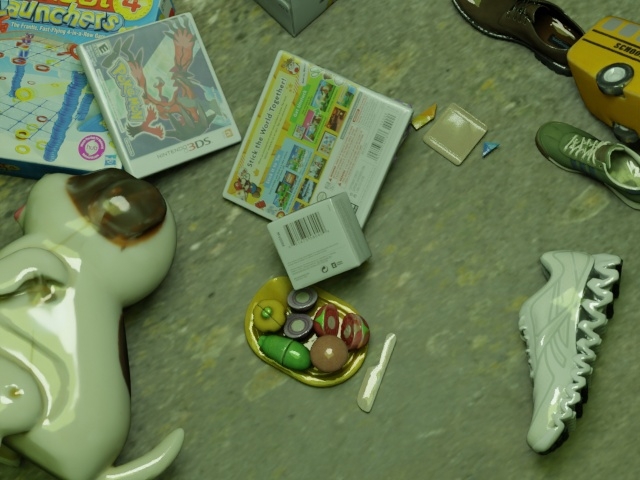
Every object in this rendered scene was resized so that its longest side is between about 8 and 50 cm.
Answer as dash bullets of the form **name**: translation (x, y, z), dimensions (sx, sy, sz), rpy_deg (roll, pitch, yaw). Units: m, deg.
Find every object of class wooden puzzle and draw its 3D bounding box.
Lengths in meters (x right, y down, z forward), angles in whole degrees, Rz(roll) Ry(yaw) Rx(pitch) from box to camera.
- **wooden puzzle**: translation (0.193, -0.154, 1.713), dimensions (0.078, 0.014, 0.116), rpy_deg (-45, 76, -5)

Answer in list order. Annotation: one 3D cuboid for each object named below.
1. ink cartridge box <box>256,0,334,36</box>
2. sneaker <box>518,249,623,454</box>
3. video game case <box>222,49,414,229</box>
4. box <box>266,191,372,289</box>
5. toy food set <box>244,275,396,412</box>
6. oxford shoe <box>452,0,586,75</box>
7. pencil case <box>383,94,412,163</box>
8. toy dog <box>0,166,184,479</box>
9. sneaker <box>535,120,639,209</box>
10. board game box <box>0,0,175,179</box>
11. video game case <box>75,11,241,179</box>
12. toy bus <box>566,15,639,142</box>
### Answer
- **ink cartridge box**: translation (-0.023, -0.418, 1.743), dimensions (0.176, 0.127, 0.128), rpy_deg (-43, 76, -11)
- **sneaker**: translation (0.313, 0.143, 1.578), dimensions (0.118, 0.110, 0.292), rpy_deg (15, 67, 16)
- **video game case**: translation (-0.006, -0.121, 1.657), dimensions (0.206, 0.026, 0.227), rpy_deg (26, 106, 10)
- **box**: translation (0.000, 0.000, 1.615), dimensions (0.101, 0.087, 0.102), rpy_deg (-22, 93, 17)
- **toy food set**: translation (-0.004, 0.127, 1.611), dimensions (0.218, 0.071, 0.128), rpy_deg (27, 77, 10)
- **oxford shoe**: translation (0.292, -0.330, 1.716), dimensions (0.227, 0.096, 0.083), rpy_deg (29, 79, 13)
- **pencil case**: translation (0.032, -0.182, 1.694), dimensions (0.206, 0.086, 0.088), rpy_deg (22, 85, 12)
- **toy dog**: translation (-0.332, 0.092, 1.538), dimensions (0.395, 0.284, 0.408), rpy_deg (18, 74, 8)
- **sneaker**: translation (0.390, -0.118, 1.650), dimensions (0.192, 0.086, 0.064), rpy_deg (34, 78, 12)
- **board game box**: translation (-0.396, -0.242, 1.737), dimensions (0.308, 0.086, 0.302), rpy_deg (8, 75, 6)
- **video game case**: translation (-0.225, -0.205, 1.677), dimensions (0.183, 0.023, 0.201), rpy_deg (-24, 93, -31)
- **toy bus**: translation (0.473, -0.186, 1.564), dimensions (0.130, 0.108, 0.332), rpy_deg (-42, 40, -12)
